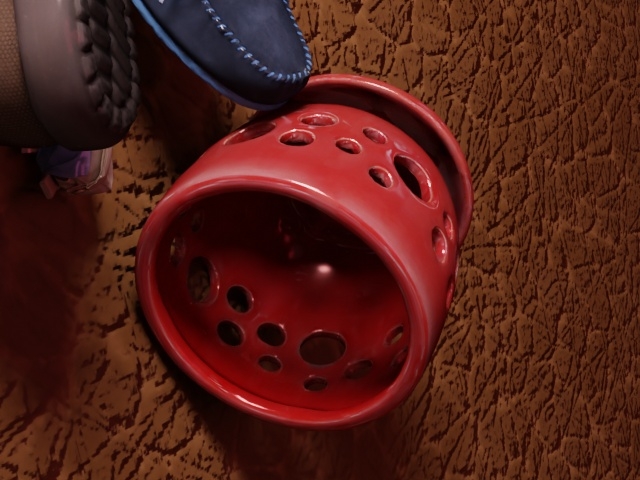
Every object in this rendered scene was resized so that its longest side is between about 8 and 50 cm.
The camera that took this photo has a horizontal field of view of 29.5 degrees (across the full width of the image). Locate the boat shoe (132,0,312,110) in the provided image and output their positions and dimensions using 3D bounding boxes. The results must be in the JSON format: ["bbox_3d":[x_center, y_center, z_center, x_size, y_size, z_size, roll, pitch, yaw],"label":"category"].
[{"bbox_3d":[-0.082,-0.199,0.723,0.258,0.089,0.109,54,36,-1],"label":"boat shoe"}]

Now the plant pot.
[{"bbox_3d":[0.000,0.000,0.786,0.191,0.191,0.174,65,30,-22],"label":"plant pot"}]

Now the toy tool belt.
[{"bbox_3d":[-0.149,-0.066,0.701,0.051,0.052,0.083,-8,89,-63],"label":"toy tool belt"}]

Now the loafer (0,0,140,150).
[{"bbox_3d":[-0.183,-0.207,0.615,0.134,0.130,0.365,68,10,-64],"label":"loafer"}]
